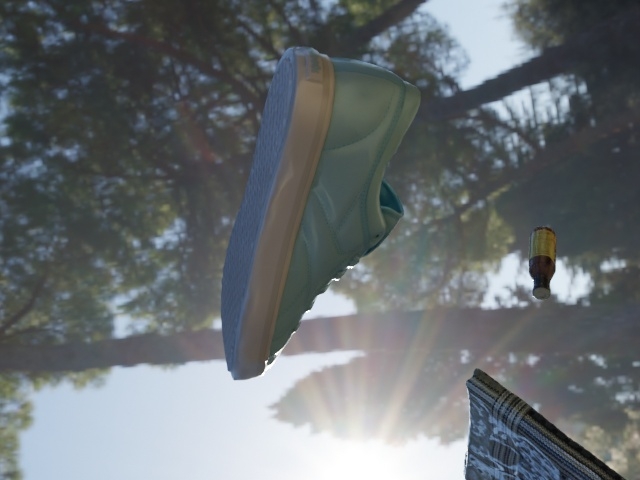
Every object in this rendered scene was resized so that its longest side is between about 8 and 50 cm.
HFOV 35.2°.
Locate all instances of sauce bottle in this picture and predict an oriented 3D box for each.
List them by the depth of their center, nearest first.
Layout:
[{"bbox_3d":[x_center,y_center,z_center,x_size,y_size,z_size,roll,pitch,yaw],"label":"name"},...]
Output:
[{"bbox_3d":[0.329,0.035,1.496,0.128,0.042,0.042,-76,-33,-43],"label":"sauce bottle"}]

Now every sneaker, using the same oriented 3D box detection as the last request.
[{"bbox_3d":[0.000,0.000,0.949,0.135,0.150,0.366,-100,23,-49],"label":"sneaker"}]

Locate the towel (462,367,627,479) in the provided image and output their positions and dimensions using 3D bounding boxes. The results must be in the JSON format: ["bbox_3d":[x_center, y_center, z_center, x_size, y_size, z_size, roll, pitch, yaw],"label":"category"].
[{"bbox_3d":[0.293,0.333,1.254,0.056,0.312,0.324,-41,-31,-21],"label":"towel"}]
